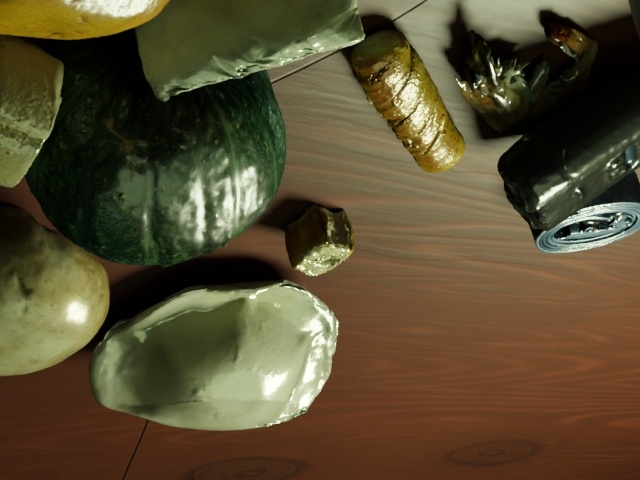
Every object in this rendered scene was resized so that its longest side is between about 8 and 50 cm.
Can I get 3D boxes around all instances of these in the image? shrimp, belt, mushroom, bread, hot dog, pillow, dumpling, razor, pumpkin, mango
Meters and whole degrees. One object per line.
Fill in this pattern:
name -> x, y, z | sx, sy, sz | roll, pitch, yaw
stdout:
shrimp -> 0.260, -0.205, 1.546 | 0.173, 0.058, 0.253 | -32, 151, 8
belt -> 0.384, -0.047, 1.842 | 0.190, 0.082, 0.141 | -7, 151, -20
mushroom -> -0.376, 0.065, 1.520 | 0.255, 0.184, 0.255 | -16, 150, -10
bread -> -0.337, -0.139, 1.225 | 0.141, 0.134, 0.148 | 23, 140, -28
hot dog -> 0.114, -0.160, 1.536 | 0.088, 0.061, 0.286 | -37, 148, 9
pillow -> -0.075, -0.229, 1.260 | 0.229, 0.128, 0.051 | -17, 180, -3
dumpling -> -0.145, 0.155, 1.830 | 0.341, 0.181, 0.260 | 17, 122, -2
razor -> 0.384, -0.139, 1.630 | 0.327, 0.107, 0.189 | -30, 158, 1
pumpkin -> -0.171, -0.088, 1.366 | 0.293, 0.197, 0.263 | -9, 147, -19
mango -> -0.235, -0.245, 1.154 | 0.227, 0.109, 0.147 | -2, 142, -30
bread -> 0.002, 0.002, 1.731 | 0.076, 0.070, 0.083 | 17, 138, -43

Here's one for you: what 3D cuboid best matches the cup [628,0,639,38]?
cup -> 0.462, -0.271, 1.439 | 0.200, 0.191, 0.253 | -19, -177, 10
